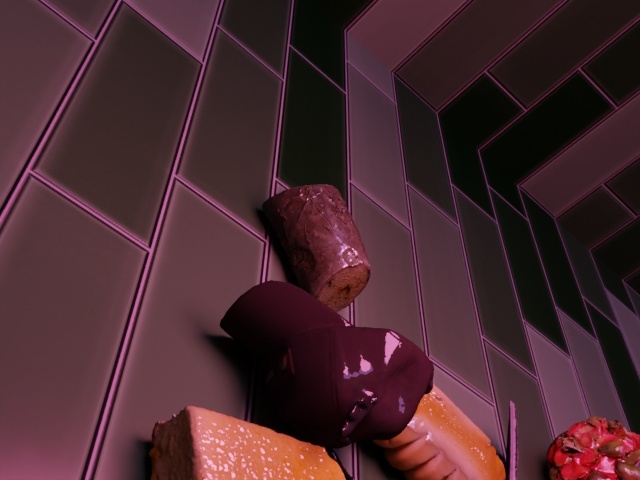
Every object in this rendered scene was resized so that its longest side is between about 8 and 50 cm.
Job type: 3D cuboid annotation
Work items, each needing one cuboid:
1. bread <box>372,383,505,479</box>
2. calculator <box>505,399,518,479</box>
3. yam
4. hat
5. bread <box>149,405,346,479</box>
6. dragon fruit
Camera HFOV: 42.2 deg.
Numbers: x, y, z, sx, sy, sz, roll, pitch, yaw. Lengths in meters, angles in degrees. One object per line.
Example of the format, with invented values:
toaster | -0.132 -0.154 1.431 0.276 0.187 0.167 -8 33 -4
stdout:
bread | 0.191 0.354 1.430 0.311 0.121 0.173 47 30 -10
calculator | 0.360 0.442 1.572 0.274 0.028 0.166 -64 153 -61
yam | 0.000 0.000 1.563 0.154 0.154 0.254 15 41 -48
hat | -0.011 0.227 1.219 0.336 0.238 0.209 25 46 -5
bread | -0.083 0.336 1.061 0.274 0.114 0.185 30 30 -36
dragon fruit | 0.606 0.518 1.734 0.303 0.231 0.237 66 23 -1
